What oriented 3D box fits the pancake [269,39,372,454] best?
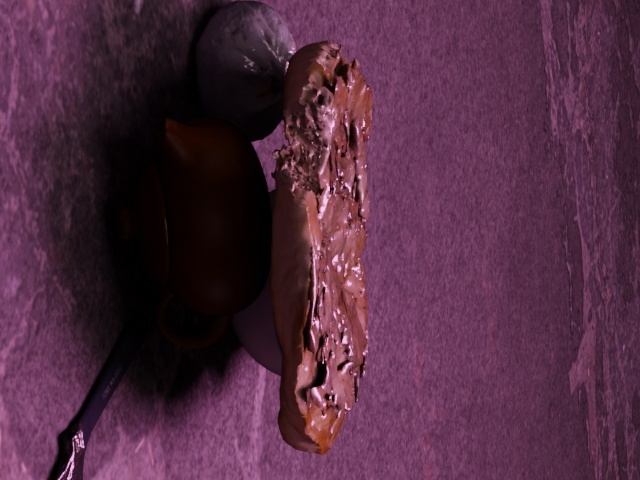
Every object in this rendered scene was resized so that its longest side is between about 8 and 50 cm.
[{"bbox_3d":[0.001,0.000,1.816,0.382,0.071,0.382,1,90,-82],"label":"pancake"}]

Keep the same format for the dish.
[{"bbox_3d":[-0.042,0.045,1.988,0.228,0.086,0.236,59,38,-54],"label":"dish"}]

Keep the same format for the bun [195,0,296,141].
[{"bbox_3d":[-0.063,-0.163,1.934,0.141,0.083,0.141,4,90,-68],"label":"bun"}]

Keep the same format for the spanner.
[{"bbox_3d":[-0.190,0.140,1.735,0.208,0.012,0.046,-66,149,-44],"label":"spanner"}]

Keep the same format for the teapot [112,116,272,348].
[{"bbox_3d":[-0.119,-0.004,1.779,0.178,0.135,0.252,-107,-161,-51],"label":"teapot"}]
